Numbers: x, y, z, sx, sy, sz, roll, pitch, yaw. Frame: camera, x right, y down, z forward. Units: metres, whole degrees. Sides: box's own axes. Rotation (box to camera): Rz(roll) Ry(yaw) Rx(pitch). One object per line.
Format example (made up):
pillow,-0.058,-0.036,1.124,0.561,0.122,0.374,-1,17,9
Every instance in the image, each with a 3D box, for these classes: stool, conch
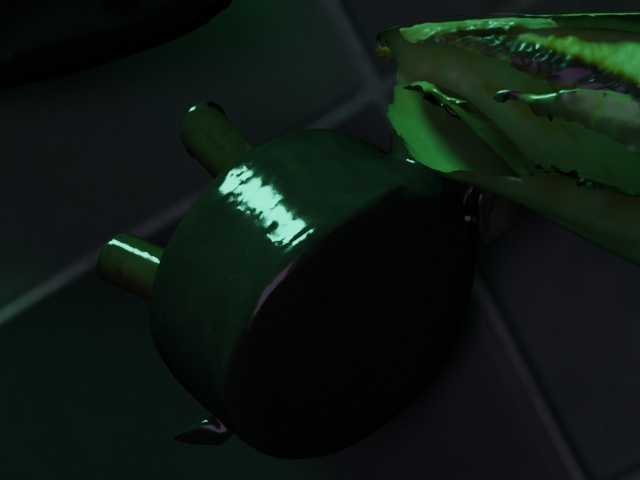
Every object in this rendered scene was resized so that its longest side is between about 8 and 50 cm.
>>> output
stool,0.002,0.006,0.806,0.139,0.228,0.153,38,146,37
conch,0.157,-0.042,0.701,0.251,0.137,0.143,10,60,-14

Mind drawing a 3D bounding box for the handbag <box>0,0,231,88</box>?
handbag,-0.184,-0.206,0.862,0.275,0.088,0.244,-10,100,30
